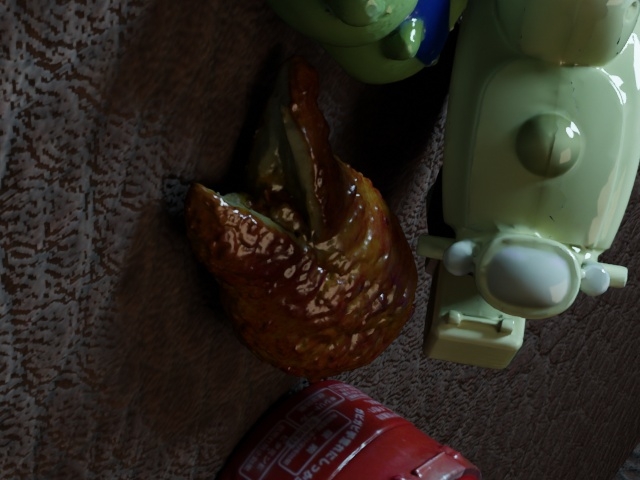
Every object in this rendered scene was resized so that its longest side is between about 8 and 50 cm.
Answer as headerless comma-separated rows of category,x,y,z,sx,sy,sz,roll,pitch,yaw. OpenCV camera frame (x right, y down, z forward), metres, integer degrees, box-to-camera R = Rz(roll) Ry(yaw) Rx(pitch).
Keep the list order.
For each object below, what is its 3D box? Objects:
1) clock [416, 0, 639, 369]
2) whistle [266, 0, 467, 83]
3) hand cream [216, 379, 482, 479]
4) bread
clock,0.129,-0.066,0.919,0.379,0.120,0.276,89,10,-75
whistle,0.027,-0.136,0.788,0.085,0.105,0.227,-37,161,12
hand cream,0.009,0.233,1.154,0.230,0.149,0.230,-45,156,-27
bread,-0.003,0.008,0.913,0.139,0.095,0.269,-60,158,-17
